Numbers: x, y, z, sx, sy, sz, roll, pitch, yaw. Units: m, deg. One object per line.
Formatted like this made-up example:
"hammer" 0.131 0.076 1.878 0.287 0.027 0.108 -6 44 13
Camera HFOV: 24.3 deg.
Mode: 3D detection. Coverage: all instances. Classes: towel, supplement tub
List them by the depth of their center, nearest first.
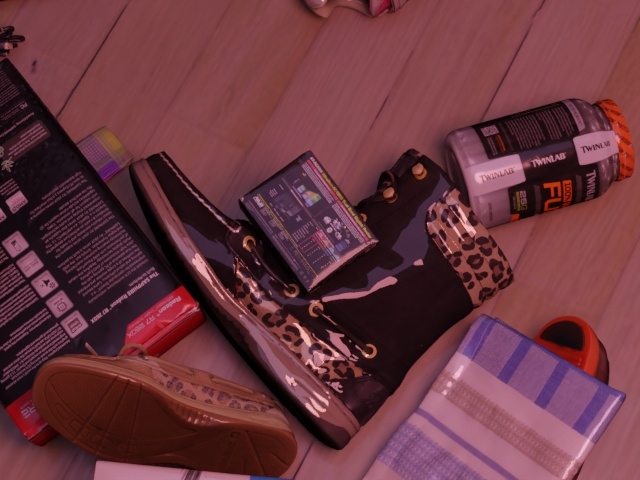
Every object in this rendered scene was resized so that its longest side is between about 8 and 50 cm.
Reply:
"towel" 0.155 0.225 1.514 0.285 0.034 0.209 -53 44 -5
"supplement tub" 0.241 -0.088 1.640 0.190 0.117 0.117 -16 73 -3
"towel" -0.263 -0.088 1.702 0.083 0.009 0.060 -39 75 -11

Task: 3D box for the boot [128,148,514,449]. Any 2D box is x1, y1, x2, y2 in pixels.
"boot" 0.000 0.000 1.604 0.284 0.138 0.377 -38 80 -9

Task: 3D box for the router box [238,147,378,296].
"router box" -0.013 -0.018 1.522 0.092 0.038 0.122 -35 84 -9

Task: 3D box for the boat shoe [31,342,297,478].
"boat shoe" -0.162 0.174 1.532 0.285 0.089 0.105 22 116 -22

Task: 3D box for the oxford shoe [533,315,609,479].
"oxford shoe" 0.248 0.219 1.542 0.096 0.098 0.271 5 65 43

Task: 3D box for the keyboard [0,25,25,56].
"keyboard" -0.458 -0.287 1.758 0.317 0.033 0.202 -10 66 -1

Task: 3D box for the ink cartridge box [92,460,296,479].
"ink cartridge box" -0.127 0.283 1.509 0.203 0.148 0.086 6 73 2

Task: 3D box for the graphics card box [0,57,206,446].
"graphics card box" -0.324 0.011 1.624 0.232 0.094 0.371 -38 77 -7

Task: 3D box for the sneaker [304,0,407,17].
"sneaker" 0.085 -0.315 1.730 0.252 0.103 0.111 -10 74 6
